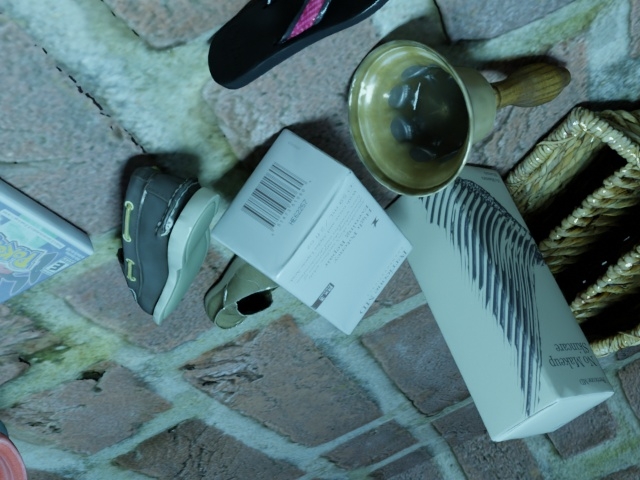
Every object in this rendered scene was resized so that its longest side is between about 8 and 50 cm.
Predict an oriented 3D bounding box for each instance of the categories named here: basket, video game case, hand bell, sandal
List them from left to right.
[{"bbox_3d":[-0.304,0.016,0.873,0.183,0.023,0.201,-28,157,7],"label":"video game case"},{"bbox_3d":[-0.012,-0.163,0.732,0.179,0.067,0.040,-32,145,22],"label":"sandal"},{"bbox_3d":[0.148,-0.123,0.958,0.242,0.126,0.126,-19,160,-45],"label":"hand bell"},{"bbox_3d":[0.322,0.011,1.248,0.223,0.213,0.299,-7,151,-38],"label":"basket"}]

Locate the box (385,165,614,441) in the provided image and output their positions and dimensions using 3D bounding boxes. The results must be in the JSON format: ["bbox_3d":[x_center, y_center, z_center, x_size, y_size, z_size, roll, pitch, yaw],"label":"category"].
[{"bbox_3d":[0.178,0.059,1.125,0.113,0.275,0.094,1,146,-46],"label":"box"}]

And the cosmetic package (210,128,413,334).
[{"bbox_3d":[0.000,0.000,1.017,0.117,0.085,0.231,-54,155,-2],"label":"cosmetic package"}]

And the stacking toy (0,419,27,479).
[{"bbox_3d":[-0.473,0.220,1.107,0.309,0.130,0.279,-21,131,-16],"label":"stacking toy"}]

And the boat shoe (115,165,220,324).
[{"bbox_3d":[-0.140,0.004,0.961,0.081,0.068,0.228,-59,178,-28],"label":"boat shoe"}]

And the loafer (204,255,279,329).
[{"bbox_3d":[-0.083,0.061,1.158,0.056,0.050,0.148,-13,155,-26],"label":"loafer"}]
